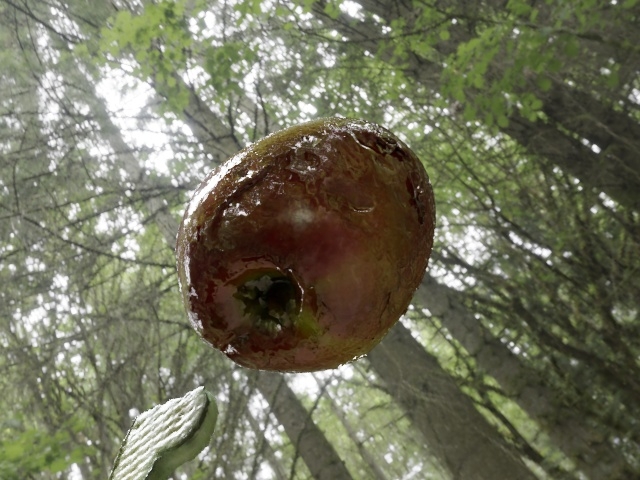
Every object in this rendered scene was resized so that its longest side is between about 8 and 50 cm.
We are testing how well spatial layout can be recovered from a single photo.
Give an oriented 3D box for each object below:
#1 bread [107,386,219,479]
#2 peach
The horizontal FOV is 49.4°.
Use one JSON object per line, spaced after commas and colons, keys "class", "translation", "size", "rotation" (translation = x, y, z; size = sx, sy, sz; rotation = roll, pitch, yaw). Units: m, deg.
{"class": "bread", "translation": [-0.253, 0.324, 1.073], "size": [0.232, 0.172, 0.064], "rotation": [-47, -62, -19]}
{"class": "peach", "translation": [0.000, 0.000, 1.003], "size": [0.353, 0.416, 0.339], "rotation": [-24, -77, 25]}
